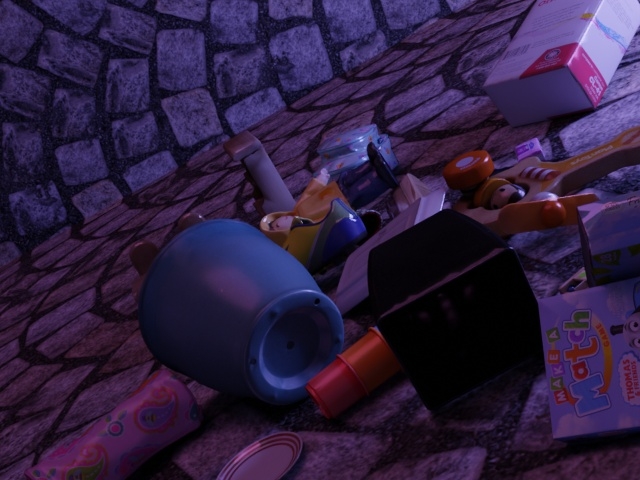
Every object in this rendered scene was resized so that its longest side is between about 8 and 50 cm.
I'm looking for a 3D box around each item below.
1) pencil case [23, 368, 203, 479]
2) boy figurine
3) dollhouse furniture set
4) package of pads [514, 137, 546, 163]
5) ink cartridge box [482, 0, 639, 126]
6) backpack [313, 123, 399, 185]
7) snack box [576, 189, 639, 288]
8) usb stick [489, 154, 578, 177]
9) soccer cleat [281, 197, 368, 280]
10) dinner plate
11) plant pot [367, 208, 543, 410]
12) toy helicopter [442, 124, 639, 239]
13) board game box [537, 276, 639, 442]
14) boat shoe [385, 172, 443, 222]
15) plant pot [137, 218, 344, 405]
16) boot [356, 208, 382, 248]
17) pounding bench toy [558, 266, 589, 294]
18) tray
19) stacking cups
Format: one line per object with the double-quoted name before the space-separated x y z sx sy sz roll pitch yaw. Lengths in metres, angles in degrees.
"pencil case" -0.318 0.325 1.579 0.284 0.124 0.124 -38 19 -22
"boy figurine" 0.009 -0.074 1.947 0.285 0.092 0.177 -31 40 10
"dollhouse furniture set" -0.249 -0.020 2.169 0.394 0.256 0.362 -31 17 -4
"package of pads" 0.395 -0.161 1.907 0.050 0.032 0.083 -24 19 14
"ink cartridge box" 0.511 -0.397 2.113 0.226 0.131 0.306 -8 40 52
"backpack" 0.072 -0.169 2.265 0.166 0.144 0.188 -14 26 28
"snack box" 0.385 0.012 1.133 0.174 0.207 0.070 -15 60 10
"usb stick" 0.370 -0.113 1.791 0.077 0.045 0.278 -26 11 -38
"soccer cleat" -0.035 0.019 1.885 0.289 0.121 0.093 -33 -2 34
"dinner plate" -0.083 0.314 1.389 0.141 0.017 0.141 -26 18 9
"plant pot" 0.161 0.070 1.310 0.187 0.188 0.167 -30 38 2
"toy helicopter" 0.373 -0.091 1.588 0.355 0.140 0.235 -24 20 8
"board game box" 0.339 0.119 1.064 0.211 0.039 0.160 -18 64 36
"boat shoe" 0.170 -0.021 1.787 0.092 0.103 0.285 -50 23 20
"plant pot" -0.105 0.127 1.577 0.272 0.271 0.255 -37 34 -22
"boot" 0.000 -0.002 2.016 0.236 0.085 0.178 -36 22 -15
"pounding bench toy" 0.363 0.062 1.312 0.083 0.052 0.065 -37 18 -20
"tray" 0.105 0.018 1.679 0.270 0.030 0.145 -41 21 44
"stacking cups" 0.116 0.134 1.448 0.316 0.096 0.096 -34 18 -8
